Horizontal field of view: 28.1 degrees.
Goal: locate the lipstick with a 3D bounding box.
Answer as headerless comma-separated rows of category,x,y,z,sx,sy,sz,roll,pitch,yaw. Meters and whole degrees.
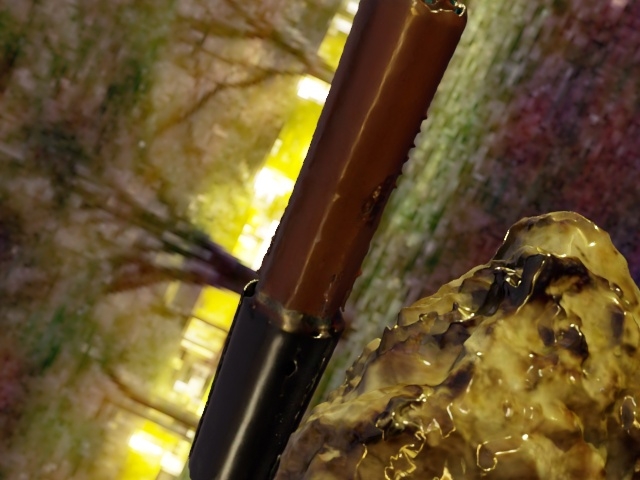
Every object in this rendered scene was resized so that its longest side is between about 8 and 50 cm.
lipstick,0.000,0.000,0.866,0.077,0.077,0.418,-72,4,-67

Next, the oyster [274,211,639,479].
oyster,0.061,0.156,0.689,0.396,0.204,0.111,-45,-16,-16
